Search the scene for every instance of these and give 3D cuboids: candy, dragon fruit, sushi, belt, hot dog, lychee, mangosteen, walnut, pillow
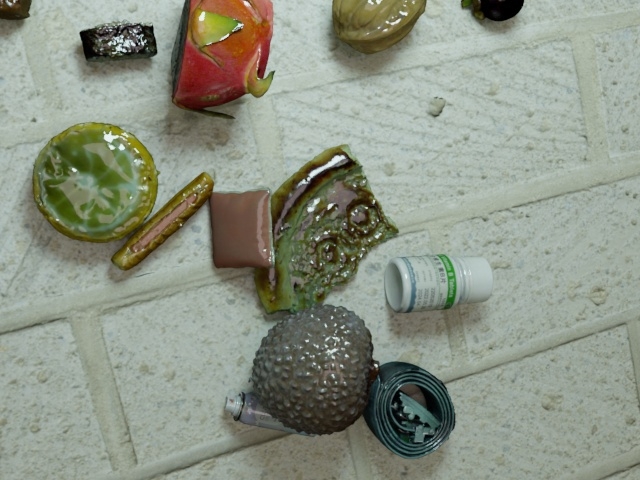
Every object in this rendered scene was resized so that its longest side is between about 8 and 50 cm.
[{"bbox_3d":[-0.470,-0.120,1.382,0.260,0.118,0.259,-2,100,-12],"label":"candy"},{"bbox_3d":[-0.198,-0.401,1.351,0.189,0.291,0.290,7,94,-20],"label":"dragon fruit"},{"bbox_3d":[-0.421,-0.416,1.375,0.150,0.090,0.078,-12,102,-16],"label":"sushi"},{"bbox_3d":[0.205,0.404,1.616,0.206,0.116,0.267,-42,107,-11],"label":"belt"},{"bbox_3d":[-0.341,-0.039,1.443,0.286,0.088,0.061,-42,104,-2],"label":"hot dog"},{"bbox_3d":[-0.008,0.280,1.467,0.300,0.300,0.299,-2,96,-15],"label":"lychee"},{"bbox_3d":[0.413,-0.593,1.580,0.151,0.137,0.137,-10,100,20],"label":"mangosteen"},{"bbox_3d":[0.129,-0.530,1.465,0.245,0.198,0.198,-46,105,-8],"label":"walnut"},{"bbox_3d":[-0.172,-0.026,1.469,0.172,0.075,0.179,-1,95,28],"label":"pillow"}]

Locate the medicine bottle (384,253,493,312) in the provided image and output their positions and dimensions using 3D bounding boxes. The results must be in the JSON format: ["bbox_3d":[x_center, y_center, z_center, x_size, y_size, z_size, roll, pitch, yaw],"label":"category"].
[{"bbox_3d":[0.287,0.102,1.597,0.237,0.139,0.139,-2,96,-14],"label":"medicine bottle"}]

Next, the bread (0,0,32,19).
[{"bbox_3d":[-0.640,-0.648,1.280,0.165,0.113,0.416,6,93,-17],"label":"bread"}]

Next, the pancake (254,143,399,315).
[{"bbox_3d":[-0.003,-0.004,1.544,0.305,0.067,0.426,43,82,-16],"label":"pancake"}]

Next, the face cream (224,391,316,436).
[{"bbox_3d":[-0.114,0.407,1.548,0.229,0.075,0.075,15,91,-16],"label":"face cream"}]
